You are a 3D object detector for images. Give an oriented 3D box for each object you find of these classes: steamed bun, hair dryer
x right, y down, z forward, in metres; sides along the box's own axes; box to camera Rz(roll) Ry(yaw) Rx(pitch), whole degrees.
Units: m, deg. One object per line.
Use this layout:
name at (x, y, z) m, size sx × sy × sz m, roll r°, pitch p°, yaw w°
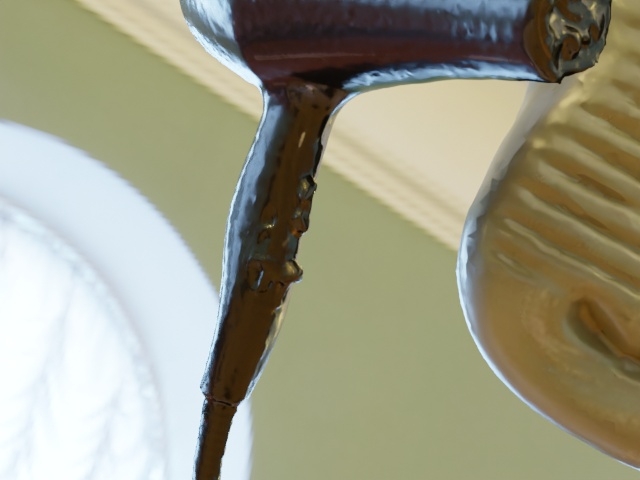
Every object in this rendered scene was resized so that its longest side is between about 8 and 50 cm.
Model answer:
steamed bun at (0.262, -0.021, 0.934) m, size 0.342 × 0.367 × 0.255 m, roll 23°, pitch -11°, yaw 7°
hair dryer at (0.000, 0.000, 0.826) m, size 0.120 × 0.359 × 0.304 m, roll 9°, pitch 8°, yaw -36°
